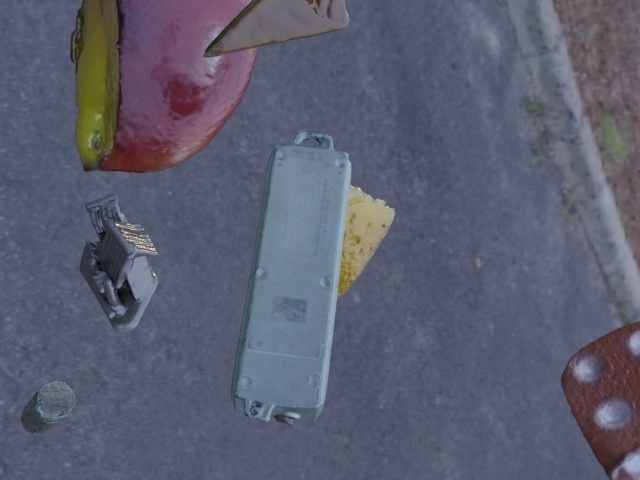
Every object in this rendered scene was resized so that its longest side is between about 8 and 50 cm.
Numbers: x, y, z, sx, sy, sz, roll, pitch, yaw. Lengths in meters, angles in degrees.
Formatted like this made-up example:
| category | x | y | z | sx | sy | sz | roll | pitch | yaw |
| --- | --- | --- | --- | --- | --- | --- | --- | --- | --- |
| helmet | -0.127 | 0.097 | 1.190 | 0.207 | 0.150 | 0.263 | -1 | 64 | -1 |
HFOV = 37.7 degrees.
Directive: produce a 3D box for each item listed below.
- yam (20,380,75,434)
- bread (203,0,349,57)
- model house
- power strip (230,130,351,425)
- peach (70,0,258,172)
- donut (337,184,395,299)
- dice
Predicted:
| category | x | y | z | sx | sy | sz | roll | pitch | yaw |
| --- | --- | --- | --- | --- | --- | --- | --- | --- | --- |
| yam | -0.360 | 0.222 | 1.234 | 0.054 | 0.132 | 0.054 | 10 | 67 | -24 |
| bread | -0.050 | -0.224 | 0.860 | 0.074 | 0.139 | 0.084 | -96 | 173 | -70 |
| model house | -0.372 | 0.025 | 1.705 | 0.122 | 0.229 | 0.188 | -20 | 142 | -21 |
| power strip | -0.022 | 0.030 | 0.808 | 0.052 | 0.078 | 0.272 | 100 | -3 | -62 |
| peach | -0.238 | -0.245 | 1.265 | 0.338 | 0.281 | 0.281 | -52 | 135 | -4 |
| donut | -0.003 | 0.004 | 1.062 | 0.152 | 0.101 | 0.259 | -62 | -173 | 2 |
| dice | 0.429 | 0.223 | 1.207 | 0.175 | 0.173 | 0.179 | 51 | 16 | -34 |
